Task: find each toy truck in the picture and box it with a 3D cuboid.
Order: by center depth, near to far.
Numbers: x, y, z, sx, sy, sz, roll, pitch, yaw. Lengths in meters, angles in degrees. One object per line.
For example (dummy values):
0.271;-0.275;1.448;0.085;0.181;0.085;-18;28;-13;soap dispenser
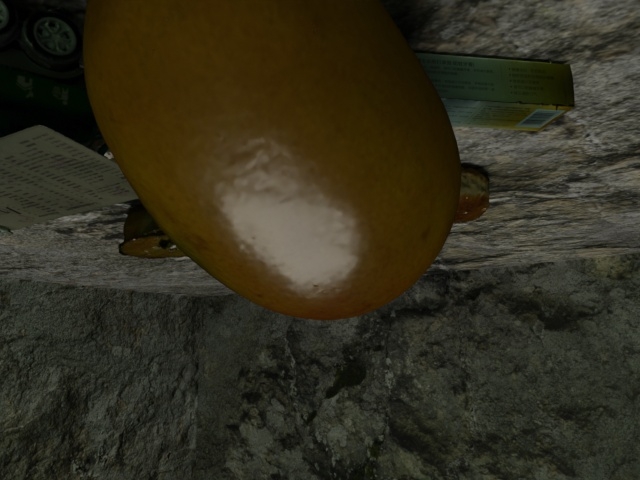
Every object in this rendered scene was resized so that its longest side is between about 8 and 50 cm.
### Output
-0.390;-0.155;0.521;0.364;0.177;0.177;11;163;-36;toy truck

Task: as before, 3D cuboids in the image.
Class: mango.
-0.032;-0.096;0.503;0.300;0.232;0.445;-20;133;12;mango

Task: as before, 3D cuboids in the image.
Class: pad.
-0.314;-0.051;0.546;0.265;0.009;0.159;-10;159;23;pad

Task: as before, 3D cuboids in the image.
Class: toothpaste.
0.151;-0.186;0.659;0.313;0.071;0.089;1;170;-9;toothpaste

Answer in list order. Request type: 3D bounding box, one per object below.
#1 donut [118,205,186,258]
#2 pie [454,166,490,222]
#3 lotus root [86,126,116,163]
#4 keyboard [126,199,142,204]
-0.364;-0.029;1.303;0.272;0.107;0.272;-6;169;-1;donut
0.222;-0.077;1.140;0.315;0.092;0.315;-2;168;-1;pie
-0.358;-0.141;0.782;0.179;0.089;0.080;-8;-150;13;lotus root
-0.356;-0.114;1.083;0.106;0.016;0.262;10;163;-44;keyboard
